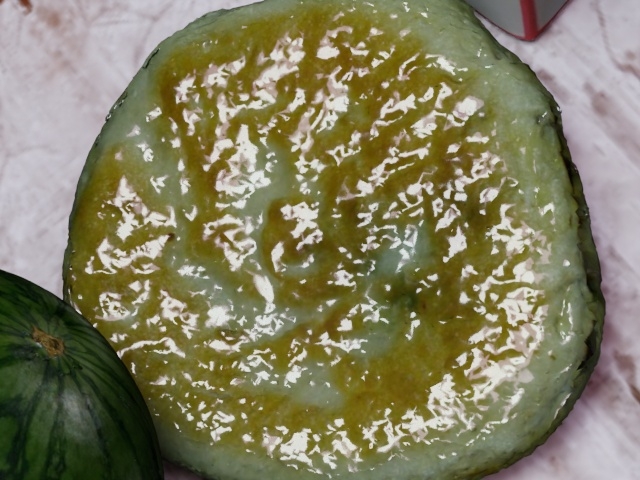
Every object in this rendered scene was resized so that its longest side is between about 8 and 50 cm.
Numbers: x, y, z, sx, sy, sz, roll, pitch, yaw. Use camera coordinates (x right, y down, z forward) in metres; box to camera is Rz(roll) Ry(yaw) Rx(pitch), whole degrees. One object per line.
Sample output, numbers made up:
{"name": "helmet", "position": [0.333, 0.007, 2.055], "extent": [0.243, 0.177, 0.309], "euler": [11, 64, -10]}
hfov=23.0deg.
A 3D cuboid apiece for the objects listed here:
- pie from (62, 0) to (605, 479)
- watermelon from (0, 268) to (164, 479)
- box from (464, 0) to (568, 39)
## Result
{"name": "pie", "position": [0.000, 0.000, 0.877], "extent": [0.323, 0.070, 0.323], "euler": [-4, 72, 13]}
{"name": "watermelon", "position": [-0.194, 0.132, 0.776], "extent": [0.242, 0.242, 0.242], "euler": [-3, 72, 9]}
{"name": "box", "position": [0.085, -0.359, 0.848], "extent": [0.300, 0.312, 0.314], "euler": [37, 82, 21]}
